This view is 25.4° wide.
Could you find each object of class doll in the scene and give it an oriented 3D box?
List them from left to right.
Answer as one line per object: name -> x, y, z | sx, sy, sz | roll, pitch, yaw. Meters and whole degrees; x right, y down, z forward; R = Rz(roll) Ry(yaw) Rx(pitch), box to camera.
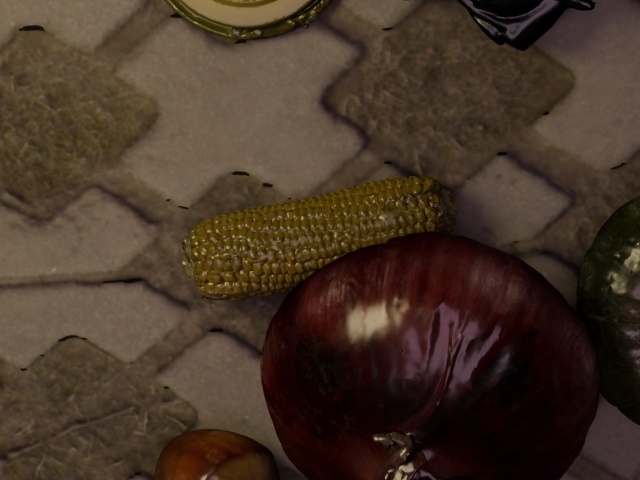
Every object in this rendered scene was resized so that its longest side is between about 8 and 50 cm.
doll -> 0.158, -0.277, 1.422 | 0.249, 0.088, 0.127 | 18, 123, 10

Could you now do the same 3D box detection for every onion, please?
onion -> 0.100, 0.169, 1.399 | 0.348, 0.285, 0.347 | 6, 131, 7

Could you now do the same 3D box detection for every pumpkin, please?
pumpkin -> 0.377, 0.067, 1.413 | 0.260, 0.189, 0.260 | 1, 99, 5

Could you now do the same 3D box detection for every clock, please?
clock -> -0.077, -0.319, 1.444 | 0.237, 0.057, 0.237 | 1, 102, 4

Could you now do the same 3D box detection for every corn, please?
corn -> 0.000, 0.000, 1.478 | 0.293, 0.106, 0.106 | -12, 100, 8

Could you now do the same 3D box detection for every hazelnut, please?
hazelnut -> -0.113, 0.277, 1.537 | 0.150, 0.150, 0.150 | 1, 101, 5
